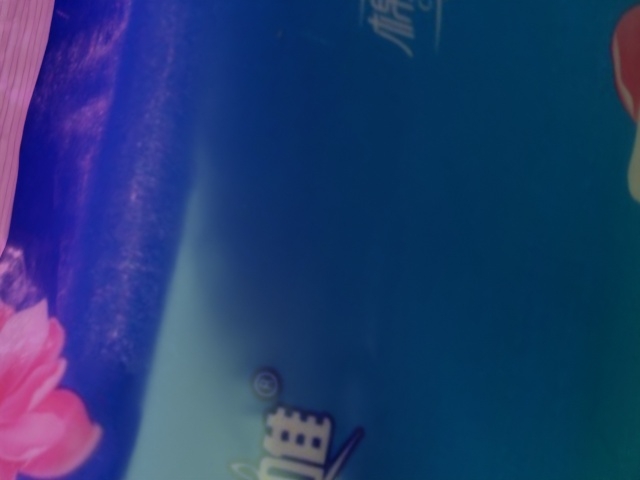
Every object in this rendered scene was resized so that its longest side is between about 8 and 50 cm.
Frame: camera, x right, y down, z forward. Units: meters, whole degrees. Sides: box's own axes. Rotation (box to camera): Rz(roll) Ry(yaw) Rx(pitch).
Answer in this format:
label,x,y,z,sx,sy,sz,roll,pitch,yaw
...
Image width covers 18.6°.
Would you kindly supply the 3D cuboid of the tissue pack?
label,x,y,z,sx,sy,sz,roll,pitch,yaw
tissue pack,0.000,0.000,0.537,0.209,0.137,0.269,19,74,-26
